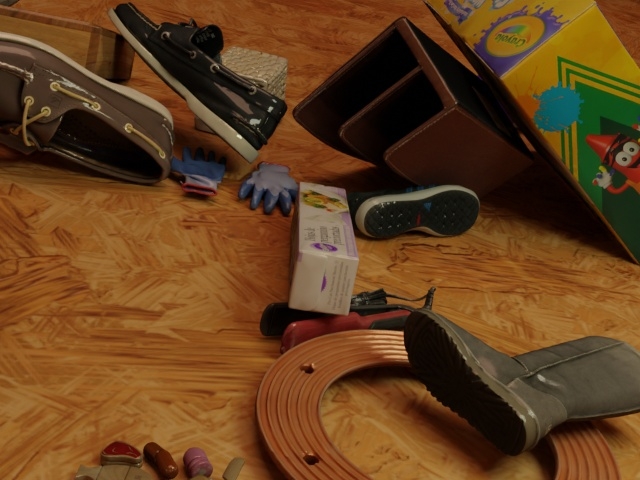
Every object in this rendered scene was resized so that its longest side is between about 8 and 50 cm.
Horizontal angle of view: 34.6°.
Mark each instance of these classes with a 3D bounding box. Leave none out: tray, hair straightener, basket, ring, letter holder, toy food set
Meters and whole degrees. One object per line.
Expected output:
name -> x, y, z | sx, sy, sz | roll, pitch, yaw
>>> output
tray -> -0.399, -0.293, 1.517 | 0.203, 0.076, 0.411 | 10, 9, -5
hair straightener -> 0.031, 0.069, 1.113 | 0.230, 0.047, 0.089 | -11, 33, -35
basket -> -0.120, -0.234, 1.625 | 0.113, 0.103, 0.167 | 14, 25, 6
ring -> 0.104, 0.181, 0.934 | 0.337, 0.032, 0.336 | 10, 26, -5
letter holder -> 0.129, -0.142, 1.430 | 0.302, 0.214, 0.152 | 19, 39, -59
toy food set -> -0.127, 0.187, 0.826 | 0.122, 0.019, 0.078 | 9, 23, 10

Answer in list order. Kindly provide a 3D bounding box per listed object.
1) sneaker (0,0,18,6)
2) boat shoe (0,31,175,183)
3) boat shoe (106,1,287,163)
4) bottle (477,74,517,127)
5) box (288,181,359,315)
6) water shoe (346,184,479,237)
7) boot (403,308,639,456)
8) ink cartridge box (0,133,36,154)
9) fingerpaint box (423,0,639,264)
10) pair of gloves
sneaker -> -0.572, -0.377, 1.653 | 0.281, 0.105, 0.115 | 4, 12, 43
boat shoe -> -0.331, -0.161, 1.289 | 0.324, 0.116, 0.096 | 21, 39, -31
boat shoe -> -0.174, -0.255, 1.472 | 0.340, 0.113, 0.127 | 45, 1, 29
bottle -> 0.334, -0.260, 1.911 | 0.283, 0.092, 0.118 | -8, 36, -37
box -> 0.000, 0.000, 1.168 | 0.063, 0.067, 0.324 | 9, 16, -3
water shoe -> 0.124, -0.050, 1.387 | 0.203, 0.072, 0.080 | -2, 23, -33
boot -> 0.207, 0.117, 0.995 | 0.209, 0.076, 0.189 | -16, 51, -36
ink cartridge box -> -0.395, -0.167, 1.427 | 0.181, 0.056, 0.225 | 22, 35, 20
fingerpaint box -> 0.365, -0.228, 1.547 | 0.371, 0.163, 0.445 | 47, 12, -25
pair of gloves -> -0.118, -0.083, 1.404 | 0.198, 0.023, 0.159 | 10, 23, -8
